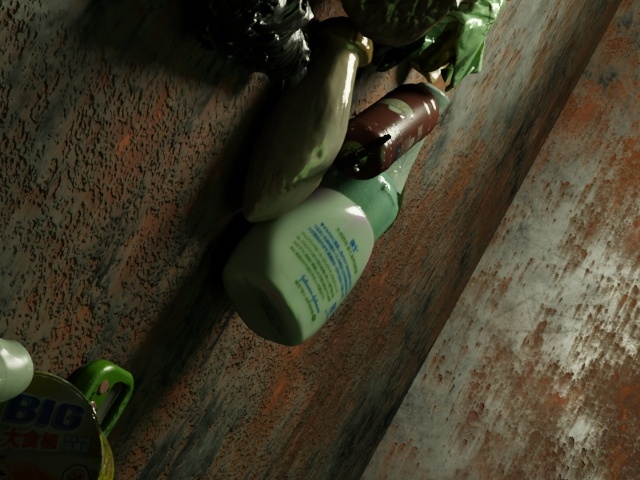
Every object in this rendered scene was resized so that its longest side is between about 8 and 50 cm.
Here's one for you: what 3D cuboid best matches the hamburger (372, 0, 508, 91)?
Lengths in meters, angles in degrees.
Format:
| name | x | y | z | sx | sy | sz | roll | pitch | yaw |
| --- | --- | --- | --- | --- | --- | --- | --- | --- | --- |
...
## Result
| name | x | y | z | sx | sy | sz | roll | pitch | yaw |
| --- | --- | --- | --- | --- | --- | --- | --- | --- | --- |
| hamburger | 0.233 | -0.353 | 1.805 | 0.276 | 0.150 | 0.260 | -40 | -177 | -12 |

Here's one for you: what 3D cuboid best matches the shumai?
| name | x | y | z | sx | sy | sz | roll | pitch | yaw |
| --- | --- | --- | --- | --- | --- | --- | --- | --- | --- |
| shumai | 0.133 | -0.476 | 1.585 | 0.283 | 0.216 | 0.346 | -112 | -142 | -74 |

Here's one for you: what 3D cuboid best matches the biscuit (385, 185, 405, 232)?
| name | x | y | z | sx | sy | sz | roll | pitch | yaw |
| --- | --- | --- | --- | --- | --- | --- | --- | --- | --- |
| biscuit | 0.163 | -0.138 | 2.231 | 0.099 | 0.038 | 0.323 | -52 | 158 | -38 |

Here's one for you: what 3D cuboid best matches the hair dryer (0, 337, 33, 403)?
| name | x | y | z | sx | sy | sz | roll | pitch | yaw |
| --- | --- | --- | --- | --- | --- | --- | --- | --- | --- |
| hair dryer | -0.386 | 0.080 | 1.074 | 0.206 | 0.075 | 0.237 | -13 | 119 | -58 |

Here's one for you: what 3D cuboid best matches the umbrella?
| name | x | y | z | sx | sy | sz | roll | pitch | yaw |
| --- | --- | --- | --- | --- | --- | --- | --- | --- | --- |
| umbrella | -0.067 | -0.288 | 1.331 | 0.154 | 0.128 | 0.336 | -50 | 169 | 10 |

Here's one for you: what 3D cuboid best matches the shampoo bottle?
| name | x | y | z | sx | sy | sz | roll | pitch | yaw |
| --- | --- | --- | --- | --- | --- | --- | --- | --- | --- |
| shampoo bottle | 0.000 | 0.000 | 1.715 | 0.349 | 0.151 | 0.222 | -48 | 128 | -30 |

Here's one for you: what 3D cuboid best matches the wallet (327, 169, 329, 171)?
| name | x | y | z | sx | sy | sz | roll | pitch | yaw |
| --- | --- | --- | --- | --- | --- | --- | --- | --- | --- |
| wallet | -0.050 | -0.024 | 1.817 | 0.230 | 0.042 | 0.124 | -56 | 157 | -26 |

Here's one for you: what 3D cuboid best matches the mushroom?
| name | x | y | z | sx | sy | sz | roll | pitch | yaw |
| --- | --- | --- | --- | --- | --- | --- | --- | --- | --- |
| mushroom | -0.020 | -0.181 | 1.579 | 0.350 | 0.128 | 0.128 | -65 | 161 | -9 |

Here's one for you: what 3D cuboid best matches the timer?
| name | x | y | z | sx | sy | sz | roll | pitch | yaw |
| --- | --- | --- | --- | --- | --- | --- | --- | --- | --- |
| timer | -0.322 | 0.235 | 1.436 | 0.140 | 0.047 | 0.128 | -60 | 159 | -11 |

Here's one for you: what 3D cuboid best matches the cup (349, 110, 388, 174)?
| name | x | y | z | sx | sy | sz | roll | pitch | yaw |
| --- | --- | --- | --- | --- | --- | --- | --- | --- | --- |
| cup | 0.080 | -0.168 | 1.896 | 0.129 | 0.095 | 0.128 | 94 | -7 | -55 |

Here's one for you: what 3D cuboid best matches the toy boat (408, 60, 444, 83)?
| name | x | y | z | sx | sy | sz | roll | pitch | yaw |
| --- | --- | --- | --- | --- | --- | --- | --- | --- | --- |
| toy boat | 0.223 | -0.401 | 2.007 | 0.116 | 0.061 | 0.188 | -37 | 148 | -55 |

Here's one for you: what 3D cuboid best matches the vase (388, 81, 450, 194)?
| name | x | y | z | sx | sy | sz | roll | pitch | yaw |
| --- | --- | --- | --- | --- | --- | --- | --- | --- | --- |
| vase | 0.173 | -0.207 | 2.052 | 0.219 | 0.096 | 0.096 | -59 | 161 | -2 |

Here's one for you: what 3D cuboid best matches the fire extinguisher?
| name | x | y | z | sx | sy | sz | roll | pitch | yaw |
| --- | --- | --- | --- | --- | --- | --- | --- | --- | --- |
| fire extinguisher | 0.104 | -0.175 | 1.685 | 0.138 | 0.102 | 0.344 | -27 | -172 | 34 |

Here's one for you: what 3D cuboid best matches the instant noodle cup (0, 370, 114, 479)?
| name | x | y | z | sx | sy | sz | roll | pitch | yaw |
| --- | --- | --- | --- | --- | --- | --- | --- | --- | --- |
| instant noodle cup | -0.344 | 0.271 | 1.233 | 0.205 | 0.205 | 0.153 | -58 | 170 | -16 |
